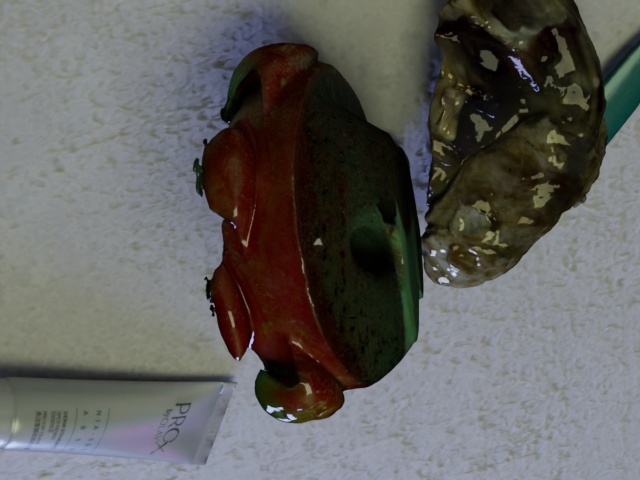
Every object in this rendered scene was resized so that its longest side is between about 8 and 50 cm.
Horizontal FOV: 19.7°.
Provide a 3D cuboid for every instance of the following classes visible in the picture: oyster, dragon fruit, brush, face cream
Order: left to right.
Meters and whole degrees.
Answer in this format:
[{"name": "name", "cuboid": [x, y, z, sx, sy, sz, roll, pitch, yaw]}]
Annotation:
[{"name": "face cream", "cuboid": [-0.190, 0.147, 1.523, 0.244, 0.058, 0.092, 6, 122, -31]}, {"name": "dragon fruit", "cuboid": [0.000, 0.000, 1.339, 0.130, 0.268, 0.295, -4, 127, 9]}, {"name": "oyster", "cuboid": [0.139, -0.096, 1.376, 0.166, 0.094, 0.294, -20, 129, -9]}, {"name": "brush", "cuboid": [0.216, -0.097, 1.471, 0.043, 0.032, 0.193, 29, 107, -29]}]
